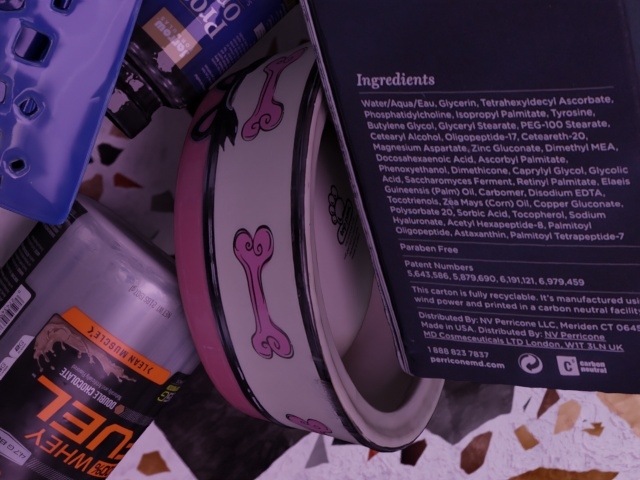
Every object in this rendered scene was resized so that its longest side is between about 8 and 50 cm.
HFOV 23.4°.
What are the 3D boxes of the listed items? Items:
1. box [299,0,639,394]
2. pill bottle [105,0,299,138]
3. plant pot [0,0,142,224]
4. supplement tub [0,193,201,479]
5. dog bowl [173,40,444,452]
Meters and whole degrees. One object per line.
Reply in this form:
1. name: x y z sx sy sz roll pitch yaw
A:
1. box: 0.240 -0.188 1.434 0.480 0.297 0.471 -51 132 -45
2. pill bottle: -0.130 -0.203 1.456 0.219 0.123 0.123 -45 125 -6
3. plant pot: -0.300 -0.172 1.317 0.212 0.236 0.236 15 103 -26
4. supplement tub: -0.265 0.139 1.486 0.207 0.207 0.338 38 91 -36
5. dog bowl: 0.000 0.000 1.489 0.408 0.150 0.407 -3 90 -67
